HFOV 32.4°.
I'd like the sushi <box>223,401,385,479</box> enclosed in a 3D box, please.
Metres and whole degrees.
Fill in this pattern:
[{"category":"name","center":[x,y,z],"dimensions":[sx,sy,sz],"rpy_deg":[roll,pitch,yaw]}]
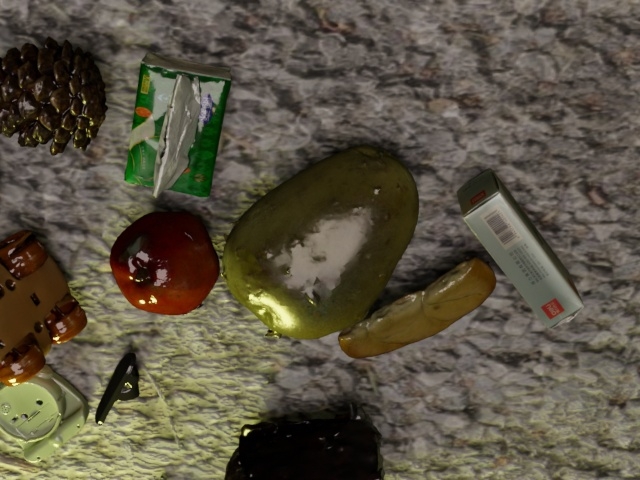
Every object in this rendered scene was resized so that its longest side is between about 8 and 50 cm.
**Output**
[{"category":"sushi","center":[-0.017,0.465,1.963],"dimensions":[0.294,0.299,0.281],"rpy_deg":[-11,137,6]}]

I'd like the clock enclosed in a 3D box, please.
[{"category":"clock","center":[-0.532,0.300,2.015],"dimensions":[0.151,0.062,0.191],"rpy_deg":[-39,105,12]}]

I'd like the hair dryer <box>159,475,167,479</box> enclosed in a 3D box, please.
[{"category":"hair dryer","center":[-0.260,0.534,2.113],"dimensions":[0.100,0.057,0.197],"rpy_deg":[-28,99,9]}]

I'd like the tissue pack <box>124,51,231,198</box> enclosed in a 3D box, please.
[{"category":"tissue pack","center":[-0.235,-0.182,1.799],"dimensions":[0.148,0.156,0.209],"rpy_deg":[10,108,-7]}]

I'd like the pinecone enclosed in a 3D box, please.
[{"category":"pinecone","center":[-0.444,-0.227,1.765],"dimensions":[0.205,0.179,0.184],"rpy_deg":[-11,88,2]}]

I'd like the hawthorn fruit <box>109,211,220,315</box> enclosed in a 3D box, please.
[{"category":"hawthorn fruit","center":[-0.265,0.041,1.849],"dimensions":[0.185,0.202,0.185],"rpy_deg":[2,98,13]}]

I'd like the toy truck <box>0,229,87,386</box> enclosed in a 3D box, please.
[{"category":"toy truck","center":[-0.555,0.132,1.858],"dimensions":[0.212,0.288,0.204],"rpy_deg":[-15,114,31]}]

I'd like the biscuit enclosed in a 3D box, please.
[{"category":"biscuit","center":[0.174,0.129,1.921],"dimensions":[0.299,0.045,0.154],"rpy_deg":[-30,147,-1]}]

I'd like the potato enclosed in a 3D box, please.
[{"category":"potato","center":[0.017,0.009,1.833],"dimensions":[0.359,0.219,0.269],"rpy_deg":[-37,108,10]}]

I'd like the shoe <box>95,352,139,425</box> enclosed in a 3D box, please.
[{"category":"shoe","center":[-0.359,0.275,2.011],"dimensions":[0.053,0.062,0.159],"rpy_deg":[25,107,-23]}]

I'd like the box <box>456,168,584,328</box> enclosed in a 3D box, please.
[{"category":"box","center":[0.341,0.014,1.887],"dimensions":[0.079,0.135,0.269],"rpy_deg":[-35,106,15]}]
